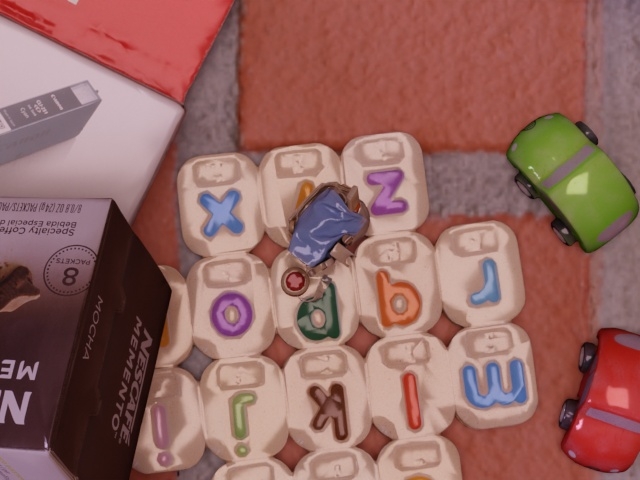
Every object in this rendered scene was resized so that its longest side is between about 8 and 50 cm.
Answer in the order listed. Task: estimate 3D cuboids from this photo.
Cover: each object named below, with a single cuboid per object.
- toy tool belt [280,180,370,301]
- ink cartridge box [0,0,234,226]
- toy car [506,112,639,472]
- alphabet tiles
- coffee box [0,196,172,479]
[{"bbox_3d":[0.000,0.000,1.159,0.052,0.051,0.083,34,87,2],"label":"toy tool belt"},{"bbox_3d":[-0.222,-0.147,1.145,0.296,0.066,0.261,26,94,-5],"label":"ink cartridge box"},{"bbox_3d":[0.210,0.010,1.180,0.239,0.053,0.225,-39,90,-2],"label":"toy car"},{"bbox_3d":[0.000,0.072,1.191,0.284,0.021,0.278,-8,86,-1],"label":"alphabet tiles"},{"bbox_3d":[-0.260,0.069,1.072,0.297,0.119,0.168,2,60,16],"label":"coffee box"}]
